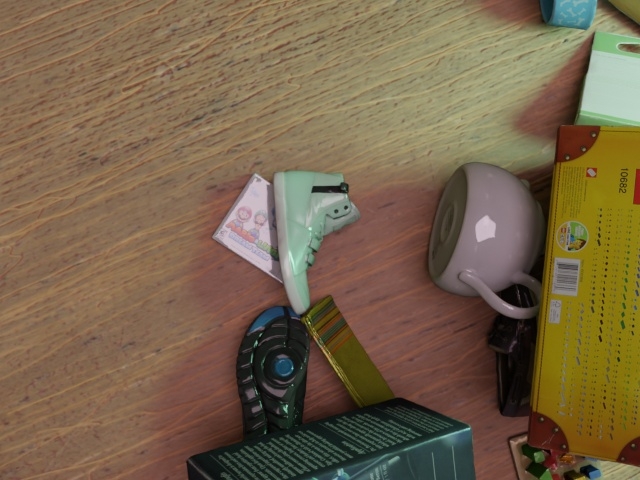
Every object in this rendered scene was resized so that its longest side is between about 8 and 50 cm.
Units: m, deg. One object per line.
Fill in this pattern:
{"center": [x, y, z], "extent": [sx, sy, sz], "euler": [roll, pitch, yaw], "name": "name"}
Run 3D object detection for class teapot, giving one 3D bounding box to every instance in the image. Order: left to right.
{"center": [0.307, -0.005, 1.426], "extent": [0.187, 0.252, 0.256], "euler": [14, 89, -5], "name": "teapot"}

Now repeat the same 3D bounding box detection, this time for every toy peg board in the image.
{"center": [0.453, 0.429, 1.520], "extent": [0.161, 0.079, 0.161], "euler": [-15, 91, -7], "name": "toy peg board"}

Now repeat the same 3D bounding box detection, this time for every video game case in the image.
{"center": [-0.094, -0.022, 1.490], "extent": [0.157, 0.019, 0.143], "euler": [33, 85, -5], "name": "video game case"}

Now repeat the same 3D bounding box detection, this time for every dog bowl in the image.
{"center": [0.443, -0.532, 1.501], "extent": [0.074, 0.166, 0.297], "euler": [-6, 90, 4], "name": "dog bowl"}

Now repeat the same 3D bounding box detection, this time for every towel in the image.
{"center": [0.057, 0.213, 1.472], "extent": [0.021, 0.102, 0.237], "euler": [-31, 94, 36], "name": "towel"}

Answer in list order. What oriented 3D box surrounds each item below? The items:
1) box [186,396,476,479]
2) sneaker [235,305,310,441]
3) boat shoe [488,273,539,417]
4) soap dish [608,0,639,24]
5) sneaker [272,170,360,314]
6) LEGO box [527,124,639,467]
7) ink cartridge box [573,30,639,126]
{"center": [0.029, 0.443, 1.251], "extent": [0.396, 0.212, 0.293], "euler": [-11, 97, -26], "name": "box"}
{"center": [-0.088, 0.285, 1.442], "extent": [0.125, 0.139, 0.340], "euler": [5, 69, 3], "name": "sneaker"}
{"center": [0.355, 0.188, 1.503], "extent": [0.092, 0.103, 0.285], "euler": [-9, 96, -12], "name": "boat shoe"}
{"center": [0.711, -0.520, 1.551], "extent": [0.229, 0.118, 0.291], "euler": [33, 84, -5], "name": "soap dish"}
{"center": [0.000, -0.001, 1.441], "extent": [0.151, 0.094, 0.255], "euler": [-5, 87, -2], "name": "sneaker"}
{"center": [0.489, 0.085, 1.362], "extent": [0.193, 0.372, 0.500], "euler": [6, 90, 23], "name": "LEGO box"}
{"center": [0.574, -0.281, 1.522], "extent": [0.171, 0.056, 0.235], "euler": [14, 54, 11], "name": "ink cartridge box"}
